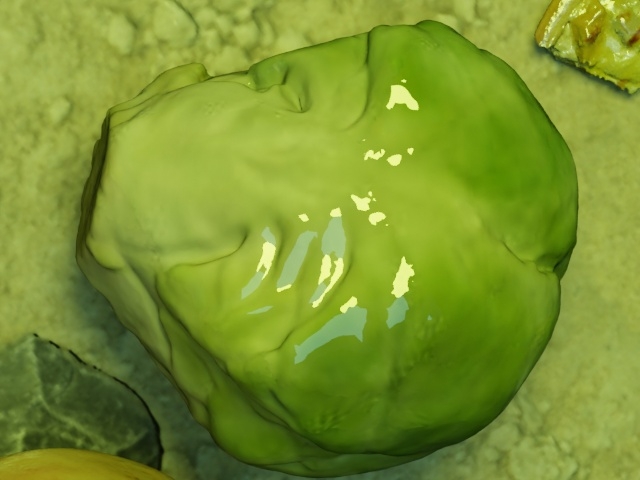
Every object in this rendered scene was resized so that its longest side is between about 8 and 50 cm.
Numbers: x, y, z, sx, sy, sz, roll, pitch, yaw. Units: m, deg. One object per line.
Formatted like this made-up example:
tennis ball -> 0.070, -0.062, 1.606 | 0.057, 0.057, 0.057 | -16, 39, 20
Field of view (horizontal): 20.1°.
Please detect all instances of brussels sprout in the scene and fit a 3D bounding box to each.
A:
brussels sprout -> 0.007, 0.012, 1.126 | 0.316, 0.242, 0.274 | -11, 94, -2

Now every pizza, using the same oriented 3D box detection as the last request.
pizza -> 0.222, -0.163, 1.228 | 0.160, 0.036, 0.099 | -36, 102, 0

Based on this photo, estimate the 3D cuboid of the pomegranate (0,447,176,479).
pomegranate -> -0.151, 0.293, 1.126 | 0.342, 0.342, 0.342 | -1, 100, -7
